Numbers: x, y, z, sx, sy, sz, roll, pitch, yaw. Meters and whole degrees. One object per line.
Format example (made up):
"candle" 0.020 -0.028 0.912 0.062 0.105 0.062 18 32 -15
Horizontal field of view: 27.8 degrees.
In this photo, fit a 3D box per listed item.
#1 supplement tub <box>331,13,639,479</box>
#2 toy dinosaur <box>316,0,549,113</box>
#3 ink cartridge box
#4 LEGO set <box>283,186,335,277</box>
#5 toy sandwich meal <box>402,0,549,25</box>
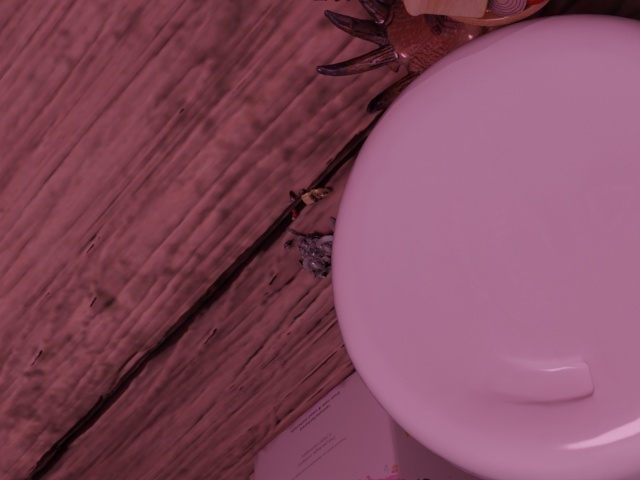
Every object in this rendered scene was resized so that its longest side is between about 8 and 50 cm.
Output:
"supplement tub" 0.175 0.031 0.755 0.241 0.241 0.331 -27 158 18
"toy dinosaur" 0.017 -0.170 0.718 0.296 0.127 0.200 19 134 -12
"ink cartridge box" 0.064 0.247 1.007 0.171 0.232 0.168 31 123 -28
"LEGO set" -0.003 0.000 0.924 0.054 0.023 0.083 -22 129 15
"toy sandwich meal" 0.079 -0.134 0.636 0.086 0.029 0.085 6 134 6
